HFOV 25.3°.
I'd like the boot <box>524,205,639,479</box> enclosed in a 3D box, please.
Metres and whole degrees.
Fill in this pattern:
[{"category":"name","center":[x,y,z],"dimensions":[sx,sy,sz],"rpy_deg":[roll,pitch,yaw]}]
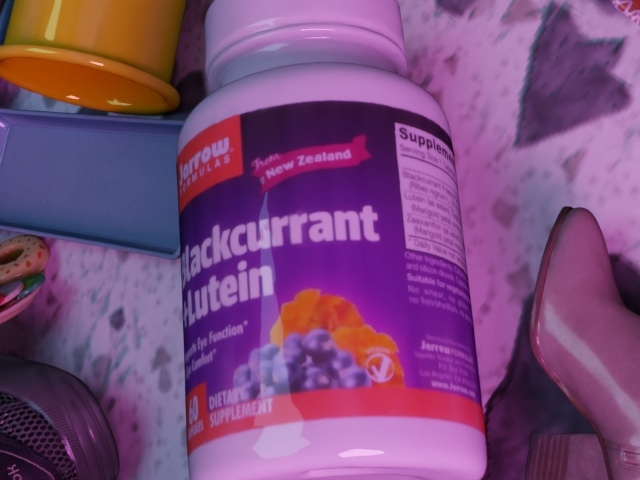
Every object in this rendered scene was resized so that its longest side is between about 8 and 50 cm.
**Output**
[{"category":"boot","center":[0.113,0.046,0.469],"dimensions":[0.087,0.042,0.118],"rpy_deg":[-1,78,38]}]

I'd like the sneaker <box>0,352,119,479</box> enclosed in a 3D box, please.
[{"category":"sneaker","center":[-0.214,0.104,0.696],"dimensions":[0.227,0.130,0.087],"rpy_deg":[9,117,45]}]

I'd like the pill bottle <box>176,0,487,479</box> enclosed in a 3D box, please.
[{"category":"pill bottle","center":[0.000,0.000,0.538],"dimensions":[0.108,0.108,0.193],"rpy_deg":[-22,63,38]}]

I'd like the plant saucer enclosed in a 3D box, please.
[{"category":"plant saucer","center":[-0.120,-0.031,0.731],"dimensions":[0.192,0.018,0.067],"rpy_deg":[8,84,46]}]

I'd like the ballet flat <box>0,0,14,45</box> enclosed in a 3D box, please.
[{"category":"ballet flat","center":[-0.204,-0.109,0.802],"dimensions":[0.057,0.052,0.168],"rpy_deg":[-173,99,-76]}]

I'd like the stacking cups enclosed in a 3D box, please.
[{"category":"stacking cups","center":[-0.080,-0.225,0.701],"dimensions":[0.096,0.096,0.316],"rpy_deg":[6,80,45]}]

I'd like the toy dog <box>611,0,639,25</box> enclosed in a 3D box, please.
[{"category":"toy dog","center":[0.170,-0.138,0.377],"dimensions":[0.220,0.161,0.334],"rpy_deg":[-41,53,29]}]

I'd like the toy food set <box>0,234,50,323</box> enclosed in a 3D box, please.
[{"category":"toy food set","center":[-0.180,0.025,0.730],"dimensions":[0.083,0.020,0.082],"rpy_deg":[-11,24,3]}]
